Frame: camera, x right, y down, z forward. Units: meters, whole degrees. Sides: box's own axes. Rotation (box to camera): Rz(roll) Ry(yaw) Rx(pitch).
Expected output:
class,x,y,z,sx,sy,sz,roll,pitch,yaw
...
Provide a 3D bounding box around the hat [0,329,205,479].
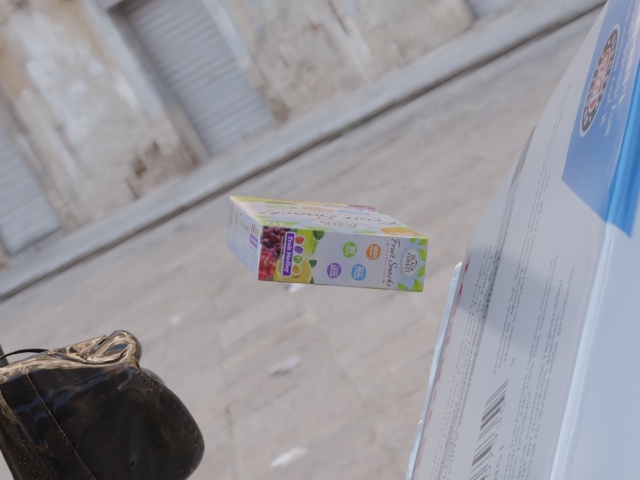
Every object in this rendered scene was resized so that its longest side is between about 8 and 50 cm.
class,x,y,z,sx,sy,sz,roll,pitch,yaw
hat,-0.174,0.154,1.115,0.134,0.331,0.331,-33,7,-5

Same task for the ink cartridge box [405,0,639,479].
class,x,y,z,sx,sy,sz,roll,pitch,yaw
ink cartridge box,0.116,0.059,0.478,0.307,0.129,0.223,106,180,-69

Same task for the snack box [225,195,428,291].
class,x,y,z,sx,sy,sz,roll,pitch,yaw
snack box,0.000,0.000,0.855,0.100,0.037,0.141,3,8,-12
